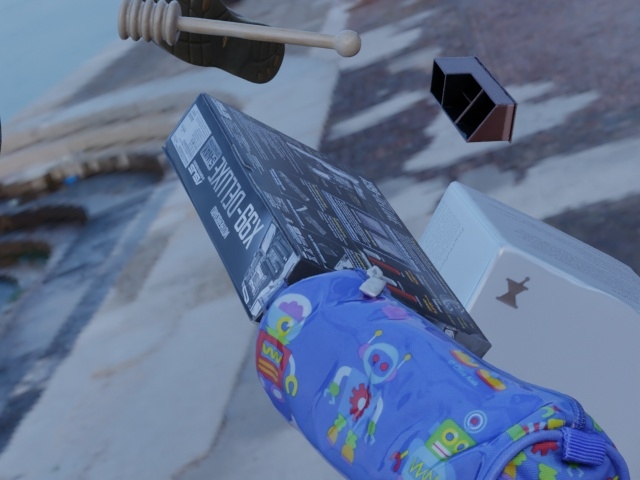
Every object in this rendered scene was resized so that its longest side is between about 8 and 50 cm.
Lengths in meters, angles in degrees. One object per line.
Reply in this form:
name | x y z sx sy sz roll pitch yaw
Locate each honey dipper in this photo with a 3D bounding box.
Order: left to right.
honey dipper | -0.052 -0.139 0.895 0.160 0.030 0.030 6 19 4

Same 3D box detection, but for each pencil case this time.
pencil case | 0.069 0.115 0.903 0.119 0.133 0.306 14 11 -34

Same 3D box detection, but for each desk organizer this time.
desk organizer | 0.161 -0.152 1.449 0.050 0.047 0.130 -4 31 -14

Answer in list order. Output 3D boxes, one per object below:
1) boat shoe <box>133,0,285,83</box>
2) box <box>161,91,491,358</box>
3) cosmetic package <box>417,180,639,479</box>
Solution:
boat shoe | -0.106 -0.179 1.142 0.060 0.064 0.178 22 2 39
box | 0.000 0.000 1.307 0.076 0.242 0.307 -53 38 16
cosmetic package | 0.277 0.159 1.894 0.327 0.329 0.394 -62 9 11
